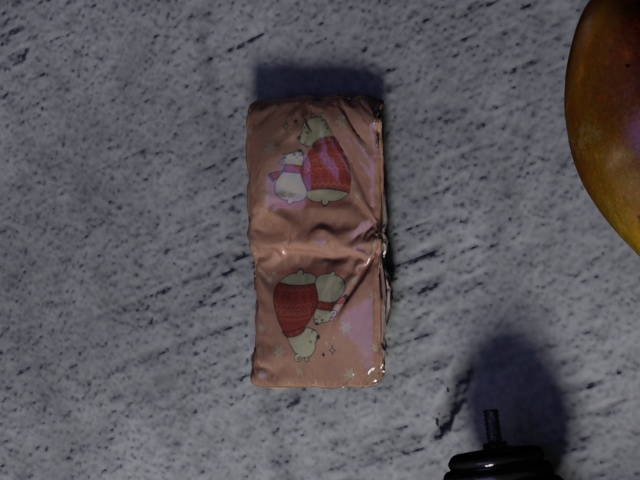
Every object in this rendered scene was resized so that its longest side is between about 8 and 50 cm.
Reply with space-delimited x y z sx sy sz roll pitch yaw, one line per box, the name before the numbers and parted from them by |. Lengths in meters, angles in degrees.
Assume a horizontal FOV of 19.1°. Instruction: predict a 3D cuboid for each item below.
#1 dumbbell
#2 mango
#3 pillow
dumbbell | 0.146 0.235 1.474 0.099 0.099 0.208 -9 87 34
mango | 0.255 -0.058 1.379 0.133 0.111 0.267 -26 76 16
pillow | 0.000 0.000 1.591 0.135 0.049 0.248 -4 86 33
